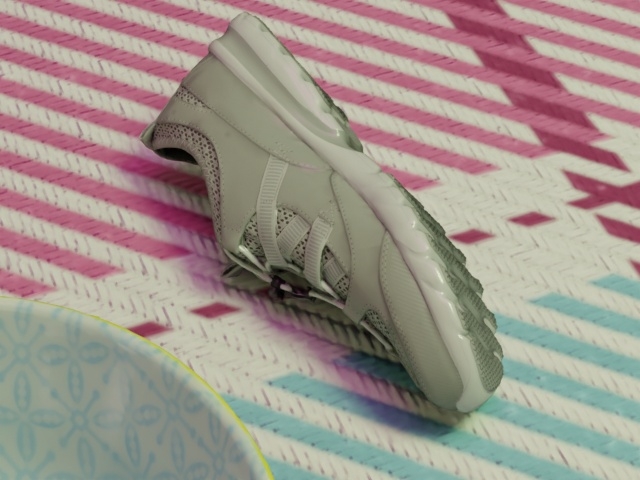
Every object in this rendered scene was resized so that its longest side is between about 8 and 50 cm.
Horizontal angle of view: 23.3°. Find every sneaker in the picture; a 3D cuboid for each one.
[{"bbox_3d":[0.000,0.000,0.896,0.115,0.105,0.281,-41,60,6],"label":"sneaker"}]

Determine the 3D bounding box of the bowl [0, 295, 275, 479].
[{"bbox_3d":[-0.156,0.181,0.652,0.289,0.156,0.289,2,47,-2],"label":"bowl"}]
